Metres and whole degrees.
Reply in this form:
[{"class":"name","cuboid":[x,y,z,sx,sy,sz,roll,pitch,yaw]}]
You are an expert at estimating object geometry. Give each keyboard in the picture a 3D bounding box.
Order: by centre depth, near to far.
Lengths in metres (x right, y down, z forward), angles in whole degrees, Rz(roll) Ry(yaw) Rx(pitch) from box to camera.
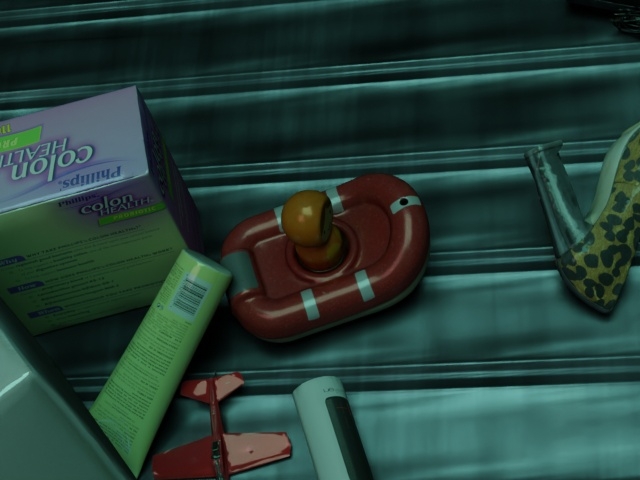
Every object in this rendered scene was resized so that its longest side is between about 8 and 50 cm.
[{"class":"keyboard","cuboid":[0.378,-0.266,1.577,0.192,0.038,0.100,15,41,20]}]

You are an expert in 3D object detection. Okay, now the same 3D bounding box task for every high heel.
[{"class":"high heel","cuboid":[0.358,-0.036,1.430,0.261,0.093,0.186,-15,80,-11]}]

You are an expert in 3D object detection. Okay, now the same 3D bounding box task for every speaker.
[{"class":"speaker","cuboid":[0.014,0.206,1.356,0.055,0.055,0.136,-19,58,1]}]

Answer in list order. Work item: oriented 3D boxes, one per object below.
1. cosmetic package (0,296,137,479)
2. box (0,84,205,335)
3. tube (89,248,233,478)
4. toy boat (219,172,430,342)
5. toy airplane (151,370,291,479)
[{"class":"cosmetic package","cuboid":[-0.403,0.238,1.227,0.393,0.327,0.329,-38,45,-10]},{"class":"box","cuboid":[-0.255,-0.025,1.436,0.213,0.243,0.117,-15,59,4]},{"class":"tube","cuboid":[-0.173,0.126,1.415,0.240,0.062,0.070,-62,23,3]},{"class":"toy boat","cuboid":[0.000,0.000,1.422,0.231,0.151,0.151,-20,58,0]},{"class":"toy airplane","cuboid":[-0.105,0.198,1.400,0.151,0.028,0.151,-6,60,10]}]
